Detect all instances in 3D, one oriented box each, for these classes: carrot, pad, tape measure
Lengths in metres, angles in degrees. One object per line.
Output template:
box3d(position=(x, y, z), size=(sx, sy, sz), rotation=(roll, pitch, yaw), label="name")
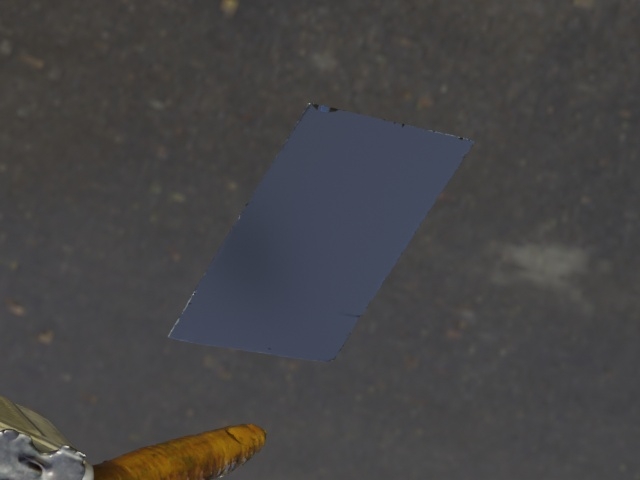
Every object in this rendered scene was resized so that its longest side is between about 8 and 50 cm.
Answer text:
box3d(position=(-0.154, 0.226, 1.761), size=(0.066, 0.066, 0.314), rotation=(-13, -179, 41), label="carrot")
box3d(position=(0.000, 0.000, 1.458), size=(0.164, 0.004, 0.243), rotation=(11, 124, -34), label="pad")
box3d(position=(-0.285, 0.233, 1.419), size=(0.133, 0.231, 0.271), rotation=(28, 174, -20), label="tape measure")
